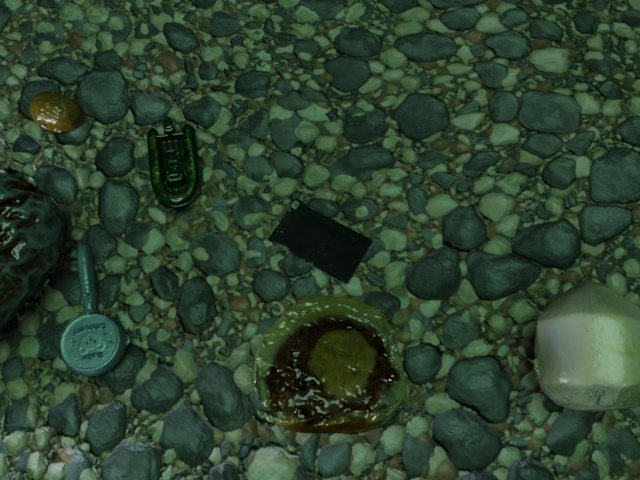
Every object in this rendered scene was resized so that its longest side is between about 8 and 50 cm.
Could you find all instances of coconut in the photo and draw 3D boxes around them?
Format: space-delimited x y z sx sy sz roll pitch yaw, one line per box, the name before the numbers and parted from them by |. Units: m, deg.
coconut | 0.498 0.192 1.013 0.224 0.224 0.234 -7 71 -7

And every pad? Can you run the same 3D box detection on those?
pad | 0.000 0.000 1.155 0.193 0.004 0.116 30 70 7

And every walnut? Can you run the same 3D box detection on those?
walnut | -0.578 -0.288 1.199 0.121 0.052 0.091 18 66 1

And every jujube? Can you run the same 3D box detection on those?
jujube | -0.606 0.029 0.988 0.226 0.226 0.317 25 67 6

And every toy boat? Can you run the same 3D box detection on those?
toy boat | -0.310 -0.161 1.169 0.104 0.052 0.210 -7 69 -9

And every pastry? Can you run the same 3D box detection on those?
pastry | 0.016 0.235 0.986 0.256 0.170 0.236 -1 49 0

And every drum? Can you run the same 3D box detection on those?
drum | -0.418 0.128 1.050 0.130 0.049 0.253 2 69 -3
